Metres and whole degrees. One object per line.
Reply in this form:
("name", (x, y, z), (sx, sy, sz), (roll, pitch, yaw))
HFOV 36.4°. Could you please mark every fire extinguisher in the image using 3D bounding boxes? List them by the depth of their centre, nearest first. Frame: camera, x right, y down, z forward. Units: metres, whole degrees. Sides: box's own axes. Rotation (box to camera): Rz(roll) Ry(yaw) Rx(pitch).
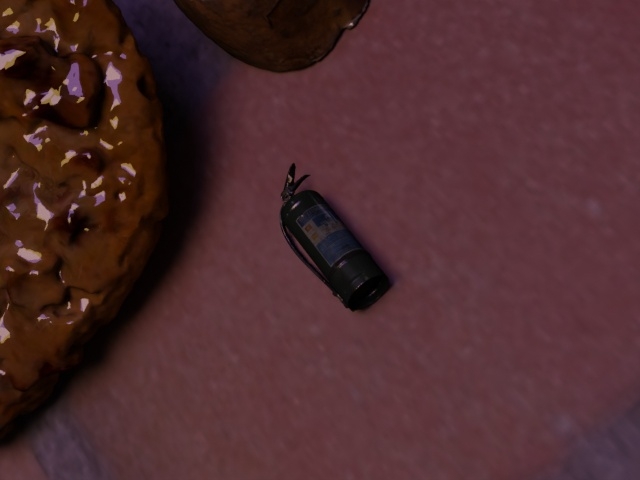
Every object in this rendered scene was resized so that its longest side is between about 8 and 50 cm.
("fire extinguisher", (0.000, 0.000, 0.498), (0.083, 0.025, 0.038), (53, 123, 29))

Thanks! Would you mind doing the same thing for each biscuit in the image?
("biscuit", (-0.241, -0.027, 0.538), (0.289, 0.081, 0.334), (35, 105, 9))

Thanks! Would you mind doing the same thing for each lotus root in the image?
("lotus root", (-0.036, -0.160, 0.542), (0.122, 0.081, 0.112), (33, 98, 31))
